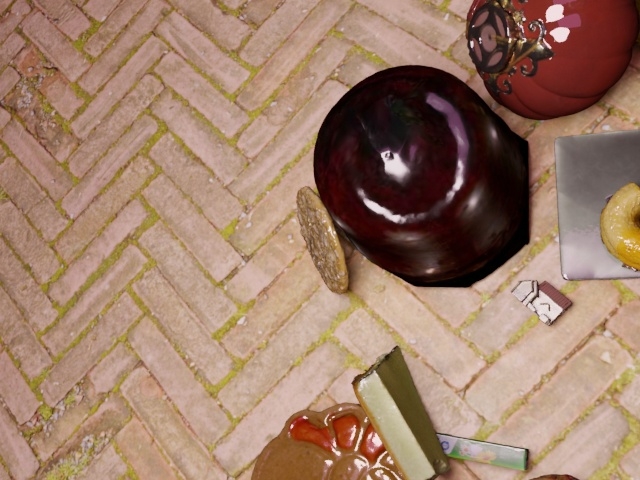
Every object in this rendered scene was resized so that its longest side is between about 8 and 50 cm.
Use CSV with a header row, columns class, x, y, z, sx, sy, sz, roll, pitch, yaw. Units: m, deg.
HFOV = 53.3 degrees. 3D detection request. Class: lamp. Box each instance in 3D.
class,x,y,z,sx,sy,sz,roll,pitch,yaw
lamp,0.388,-0.359,1.093,0.257,0.303,0.303,-14,66,-19

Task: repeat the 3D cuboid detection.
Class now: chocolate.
class,x,y,z,sx,sy,sz,roll,pitch,yaw
chocolate,0.172,-0.132,1.084,0.383,0.331,0.384,-5,71,15

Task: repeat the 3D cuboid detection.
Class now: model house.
class,x,y,z,sx,sy,sz,roll,pitch,yaw
model house,0.379,0.098,1.097,0.058,0.057,0.083,-48,61,9

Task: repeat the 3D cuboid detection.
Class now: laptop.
class,x,y,z,sx,sy,sz,roll,pitch,yaw
laptop,0.511,-0.064,1.109,0.187,0.015,0.269,-3,74,21

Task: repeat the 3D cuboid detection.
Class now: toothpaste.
class,x,y,z,sx,sy,sz,roll,pitch,yaw
toothpaste,0.259,0.355,1.082,0.178,0.043,0.037,3,79,23

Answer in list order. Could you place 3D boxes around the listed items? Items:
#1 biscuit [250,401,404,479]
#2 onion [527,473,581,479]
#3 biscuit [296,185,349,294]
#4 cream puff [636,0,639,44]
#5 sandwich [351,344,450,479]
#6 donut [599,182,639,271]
class,x,y,z,sx,sy,sz,roll,pitch,yaw
biscuit,0.045,0.472,1.131,0.381,0.074,0.359,-3,76,25
onion,0.352,0.442,0.962,0.184,0.147,0.184,-16,59,29
biscuit,0.001,0.000,1.211,0.033,0.220,0.220,-21,65,-14
cream puff,0.625,-0.465,1.082,0.282,0.185,0.282,-8,69,22
sandwich,0.141,0.298,1.067,0.063,0.245,0.212,-32,81,14
donut,0.547,-0.020,1.034,0.181,0.078,0.146,18,79,25
